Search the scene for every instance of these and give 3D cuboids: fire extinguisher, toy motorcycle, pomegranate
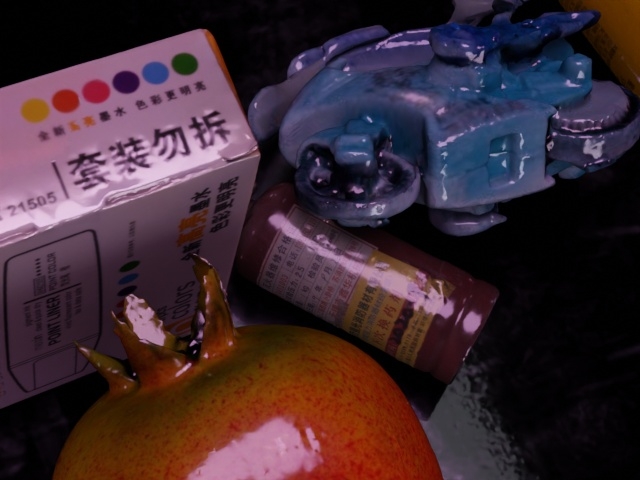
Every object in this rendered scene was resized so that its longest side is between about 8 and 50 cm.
[{"bbox_3d":[-0.004,0.007,0.947,0.252,0.106,0.075,27,101,6],"label":"fire extinguisher"},{"bbox_3d":[0.081,-0.089,0.952,0.260,0.154,0.206,-15,36,-18],"label":"toy motorcycle"},{"bbox_3d":[-0.047,0.135,0.772,0.221,0.221,0.257,-23,101,-19],"label":"pomegranate"}]

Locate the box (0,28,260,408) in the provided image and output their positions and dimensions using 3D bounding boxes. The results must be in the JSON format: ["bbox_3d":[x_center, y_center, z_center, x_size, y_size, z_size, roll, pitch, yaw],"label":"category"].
[{"bbox_3d":[-0.158,0.006,0.799,0.220,0.274,0.091,-21,72,-16],"label":"box"}]

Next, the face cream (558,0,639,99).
[{"bbox_3d":[0.233,-0.208,1.063,0.105,0.105,0.349,-25,70,-20],"label":"face cream"}]
